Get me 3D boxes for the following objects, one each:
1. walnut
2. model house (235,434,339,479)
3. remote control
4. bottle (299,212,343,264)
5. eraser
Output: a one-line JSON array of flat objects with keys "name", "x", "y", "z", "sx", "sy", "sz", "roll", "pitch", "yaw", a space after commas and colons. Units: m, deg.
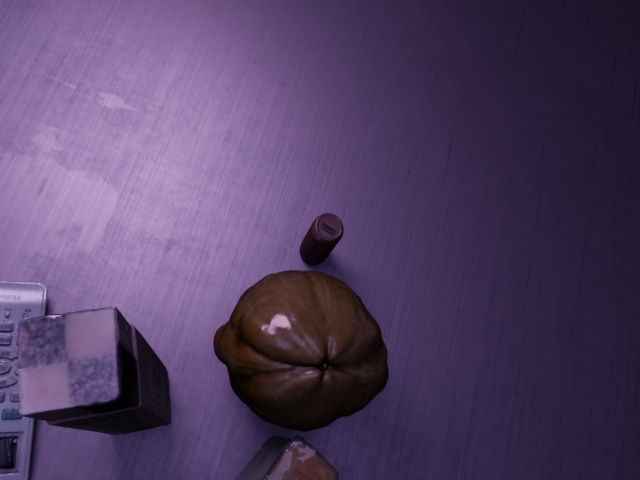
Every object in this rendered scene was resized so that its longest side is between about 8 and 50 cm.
[{"name": "walnut", "x": -0.024, "y": 0.157, "z": 0.832, "sx": 0.282, "sy": 0.283, "sz": 0.228, "roll": 12, "pitch": 87, "yaw": -7}, {"name": "model house", "x": -0.012, "y": 0.471, "z": 0.773, "sx": 0.325, "sy": 0.194, "sz": 0.267, "roll": 41, "pitch": 68, "yaw": 2}, {"name": "remote control", "x": -0.470, "y": 0.204, "z": 0.845, "sx": 0.103, "sy": 0.051, "sz": 0.294, "roll": 5, "pitch": 72, "yaw": -23}, {"name": "bottle", "x": 0.000, "y": 0.000, "z": 0.957, "sx": 0.053, "sy": 0.140, "sz": 0.053, "roll": 4, "pitch": 71, "yaw": -11}, {"name": "eraser", "x": -0.256, "y": 0.177, "z": 0.708, "sx": 0.098, "sy": 0.404, "sz": 0.097, "roll": -7, "pitch": 70, "yaw": -11}]
